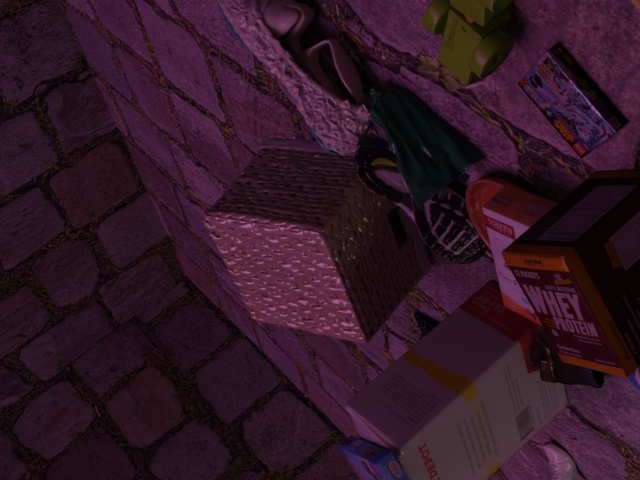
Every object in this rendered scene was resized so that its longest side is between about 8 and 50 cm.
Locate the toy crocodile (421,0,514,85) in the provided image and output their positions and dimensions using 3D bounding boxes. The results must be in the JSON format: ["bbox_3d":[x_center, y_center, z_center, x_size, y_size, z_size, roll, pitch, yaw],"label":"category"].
[{"bbox_3d":[0.206,-0.313,1.115,0.115,0.105,0.340,45,165,19],"label":"toy crocodile"}]

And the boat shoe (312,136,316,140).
[{"bbox_3d":[0.028,-0.141,1.885,0.073,0.073,0.207,42,159,36],"label":"boat shoe"}]

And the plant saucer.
[{"bbox_3d":[0.322,-0.026,1.445,0.200,0.037,0.200,45,161,20],"label":"plant saucer"}]

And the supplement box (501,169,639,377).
[{"bbox_3d":[0.383,0.039,1.162,0.191,0.194,0.129,58,161,-15],"label":"supplement box"}]

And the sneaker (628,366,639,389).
[{"bbox_3d":[0.490,0.196,1.409,0.152,0.058,0.084,52,157,14],"label":"sneaker"}]

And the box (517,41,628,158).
[{"bbox_3d":[0.328,-0.181,1.154,0.137,0.027,0.094,51,160,5],"label":"box"}]

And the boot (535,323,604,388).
[{"bbox_3d":[0.434,0.169,1.518,0.106,0.082,0.219,12,136,31],"label":"boot"}]

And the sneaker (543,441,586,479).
[{"bbox_3d":[0.525,0.505,1.904,0.152,0.061,0.053,55,164,-3],"label":"sneaker"}]

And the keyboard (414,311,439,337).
[{"bbox_3d":[0.326,0.317,2.085,0.201,0.033,0.317,25,148,55],"label":"keyboard"}]

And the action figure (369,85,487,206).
[{"bbox_3d":[0.155,-0.177,1.477,0.232,0.137,0.063,55,176,21],"label":"action figure"}]

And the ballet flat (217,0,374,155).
[{"bbox_3d":[-0.026,-0.341,1.591,0.409,0.147,0.147,53,162,9],"label":"ballet flat"}]

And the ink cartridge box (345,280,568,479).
[{"bbox_3d":[0.262,0.307,1.650,0.160,0.384,0.279,33,153,45],"label":"ink cartridge box"}]

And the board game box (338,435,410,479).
[{"bbox_3d":[0.117,0.430,1.550,0.160,0.039,0.211,56,163,-5],"label":"board game box"}]

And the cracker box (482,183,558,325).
[{"bbox_3d":[0.343,0.039,1.348,0.155,0.067,0.232,29,151,43],"label":"cracker box"}]

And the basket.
[{"bbox_3d":[0.000,0.000,1.783,0.331,0.266,0.328,8,136,35],"label":"basket"}]

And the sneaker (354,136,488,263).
[{"bbox_3d":[0.189,-0.081,1.584,0.300,0.111,0.121,45,-163,-7],"label":"sneaker"}]
